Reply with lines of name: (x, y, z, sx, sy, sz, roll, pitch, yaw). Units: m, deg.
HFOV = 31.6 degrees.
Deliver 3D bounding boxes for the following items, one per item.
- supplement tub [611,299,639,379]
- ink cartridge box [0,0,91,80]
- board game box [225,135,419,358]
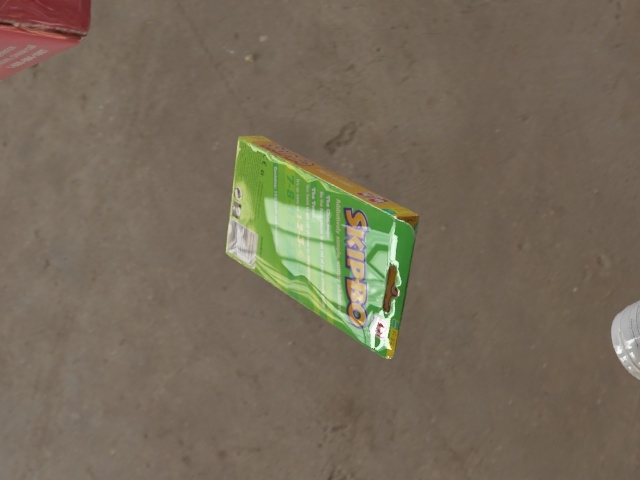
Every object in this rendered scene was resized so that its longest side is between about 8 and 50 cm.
supplement tub: (0.299, 0.068, 0.921, 0.071, 0.071, 0.107, 54, 139, 4)
ink cartridge box: (-0.266, -0.142, 0.480, 0.207, 0.283, 0.117, -3, 84, 55)
board game box: (0.000, 0.000, 1.025, 0.259, 0.039, 0.124, 32, 121, 48)
